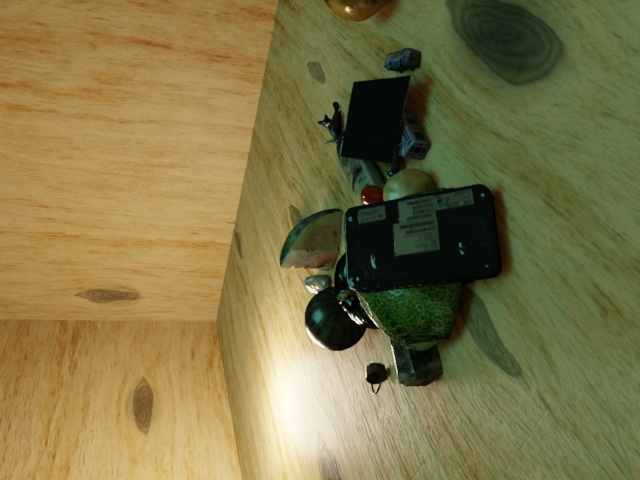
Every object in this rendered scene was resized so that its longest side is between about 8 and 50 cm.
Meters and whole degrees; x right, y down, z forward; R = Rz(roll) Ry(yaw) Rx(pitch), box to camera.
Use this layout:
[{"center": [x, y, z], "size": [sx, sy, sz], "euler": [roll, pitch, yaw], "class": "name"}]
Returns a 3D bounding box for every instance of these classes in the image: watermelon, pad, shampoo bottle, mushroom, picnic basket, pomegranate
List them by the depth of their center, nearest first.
[{"center": [0.236, -0.121, 1.536], "size": [0.148, 0.112, 0.148], "euler": [-7, 73, 24], "class": "mushroom"}, {"center": [0.166, 0.409, 1.691], "size": [0.083, 0.072, 0.072], "euler": [-90, 16, -49], "class": "picnic basket"}, {"center": [0.154, -0.364, 1.727], "size": [0.367, 0.007, 0.248], "euler": [-153, 73, -65], "class": "pad"}, {"center": [0.119, -0.834, 1.823], "size": [0.260, 0.260, 0.261], "euler": [-176, 90, -70], "class": "pomegranate"}, {"center": [0.051, 0.251, 1.841], "size": [0.212, 0.212, 0.212], "euler": [-176, 90, -70], "class": "watermelon"}, {"center": [0.127, -0.225, 1.902], "size": [0.359, 0.078, 0.134], "euler": [-110, 27, -47], "class": "shampoo bottle"}, {"center": [0.000, 0.000, 2.180], "size": [0.289, 0.214, 0.320], "euler": [-43, -7, 17], "class": "watermelon"}]

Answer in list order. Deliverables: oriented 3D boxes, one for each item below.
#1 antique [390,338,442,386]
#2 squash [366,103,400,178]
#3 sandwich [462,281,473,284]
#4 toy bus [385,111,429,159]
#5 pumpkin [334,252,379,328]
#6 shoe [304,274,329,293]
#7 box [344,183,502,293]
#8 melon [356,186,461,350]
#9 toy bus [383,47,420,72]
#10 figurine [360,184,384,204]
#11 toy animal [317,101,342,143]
[{"center": [0.242, 0.282, 1.484], "size": [0.086, 0.088, 0.183], "euler": [122, 145, -53], "class": "antique"}, {"center": [0.191, -0.308, 1.740], "size": [0.087, 0.087, 0.332], "euler": [127, 141, -56], "class": "squash"}, {"center": [0.347, 0.055, 1.336], "size": [0.069, 0.026, 0.101], "euler": [175, 101, -74], "class": "sandwich"}, {"center": [0.244, -0.302, 1.608], "size": [0.076, 0.073, 0.167], "euler": [118, 146, -43], "class": "toy bus"}, {"center": [0.137, 0.132, 1.630], "size": [0.250, 0.216, 0.250], "euler": [29, 129, 44], "class": "pumpkin"}, {"center": [-0.026, 0.174, 2.246], "size": [0.195, 0.078, 0.079], "euler": [163, 110, -73], "class": "shoe"}, {"center": [0.224, 0.001, 1.310], "size": [0.350, 0.058, 0.211], "euler": [-10, 70, 23], "class": "box"}, {"center": [0.236, 0.085, 1.430], "size": [0.331, 0.226, 0.344], "euler": [-20, 58, 22], "class": "melon"}, {"center": [0.239, -0.529, 1.695], "size": [0.153, 0.051, 0.061], "euler": [-155, 76, -69], "class": "toy bus"}, {"center": [0.177, -0.122, 1.658], "size": [0.075, 0.140, 0.068], "euler": [-166, 83, -71], "class": "figurine"}, {"center": [0.052, -0.428, 2.162], "size": [0.105, 0.070, 0.202], "euler": [-44, 38, 34], "class": "toy animal"}]
